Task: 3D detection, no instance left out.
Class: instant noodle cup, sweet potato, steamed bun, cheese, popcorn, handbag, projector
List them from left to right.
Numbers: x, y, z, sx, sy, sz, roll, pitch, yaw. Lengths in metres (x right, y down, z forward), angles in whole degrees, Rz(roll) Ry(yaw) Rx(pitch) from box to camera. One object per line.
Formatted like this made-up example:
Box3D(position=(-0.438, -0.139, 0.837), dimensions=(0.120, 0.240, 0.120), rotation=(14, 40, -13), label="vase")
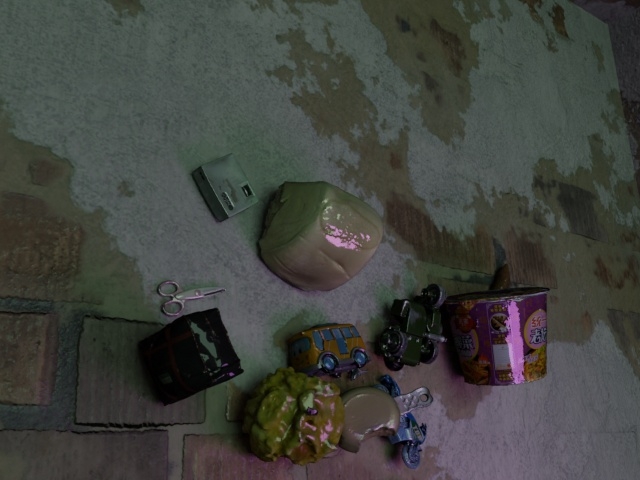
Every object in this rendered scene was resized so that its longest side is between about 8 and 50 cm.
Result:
Box3D(position=(-0.286, 0.250, 1.518), dimensions=(0.155, 0.215, 0.169), rotation=(-12, 77, -49), label="handbag")
Box3D(position=(-0.244, -0.135, 1.784), dimensions=(0.115, 0.061, 0.147), rotation=(-31, 96, -40), label="projector")
Box3D(position=(-0.055, 0.417, 1.642), dimensions=(0.249, 0.225, 0.249), rotation=(13, 70, -41), label="popcorn")
Box3D(position=(0.000, 0.000, 1.840), dimensions=(0.291, 0.274, 0.272), rotation=(20, 79, -29), label="steamed bun")
Box3D(position=(0.163, 0.449, 1.824), dimensions=(0.287, 0.082, 0.163), rotation=(-13, 60, -14), label="cheese")
Box3D(position=(0.542, 0.290, 2.129), dimensions=(0.340, 0.340, 0.265), rotation=(-4, 88, -40), label="instant noodle cup")
Box3D(position=(0.617, 0.165, 2.390), dimensions=(0.065, 0.051, 0.218), rotation=(32, 56, -23), label="sweet potato")

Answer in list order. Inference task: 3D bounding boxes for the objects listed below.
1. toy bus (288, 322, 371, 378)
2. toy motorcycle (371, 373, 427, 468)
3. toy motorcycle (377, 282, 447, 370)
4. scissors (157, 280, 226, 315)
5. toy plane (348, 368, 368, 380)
Box3D(position=(0.016, 0.287, 1.812), dimensions=(0.210, 0.126, 0.136), rotation=(-1, 67, -39), label="toy bus")
Box3D(position=(0.222, 0.498, 1.930), dimensions=(0.136, 0.092, 0.254), rotation=(-19, 78, -50), label="toy motorcycle")
Box3D(position=(0.265, 0.248, 2.035), dimensions=(0.205, 0.127, 0.275), rotation=(19, 70, -32), label="toy motorcycle")
Box3D(position=(-0.303, 0.129, 1.670), dimensions=(0.176, 0.022, 0.085), rotation=(-7, 76, -37), label="scissors")
Box3D(position=(0.097, 0.352, 1.913), dimensions=(0.079, 0.031, 0.083), rotation=(41, 53, -21), label="toy plane")
